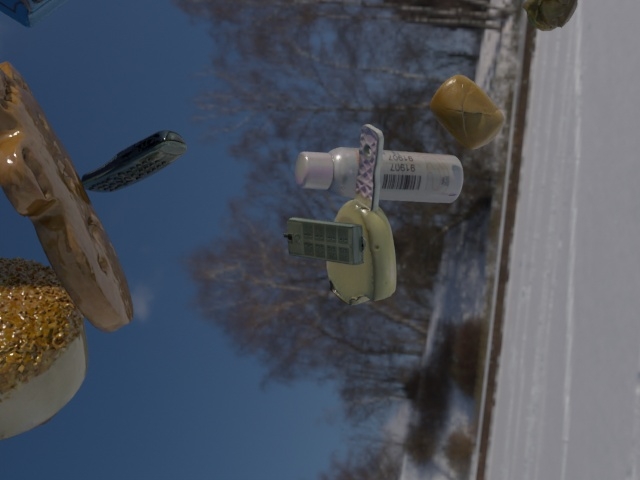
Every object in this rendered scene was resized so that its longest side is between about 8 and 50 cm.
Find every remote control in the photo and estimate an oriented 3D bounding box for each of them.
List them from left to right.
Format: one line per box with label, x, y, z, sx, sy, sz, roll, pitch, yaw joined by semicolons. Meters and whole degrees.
remote control;-0.312;-0.127;1.457;0.072;0.222;0.042;12;-118;-52

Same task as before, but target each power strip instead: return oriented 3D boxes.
power strip;0.000;0.000;1.056;0.019;0.136;0.051;-14;-74;-43

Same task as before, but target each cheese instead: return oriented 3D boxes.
cheese;0.059;-0.027;1.143;0.050;0.127;0.256;-14;-55;-28

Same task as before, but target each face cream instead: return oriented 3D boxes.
face cream;0.090;-0.103;1.375;0.082;0.269;0.082;-179;90;-69

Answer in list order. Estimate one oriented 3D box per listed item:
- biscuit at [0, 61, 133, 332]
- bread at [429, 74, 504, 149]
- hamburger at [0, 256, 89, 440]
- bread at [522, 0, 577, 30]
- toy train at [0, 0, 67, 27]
biscuit;-0.315;-0.054;1.053;0.355;0.052;0.275;64;178;-7
bread;0.222;-0.193;1.328;0.115;0.082;0.056;48;-164;-4
hamburger;-0.455;0.137;1.178;0.276;0.294;0.179;-29;-57;-29
bread;0.374;-0.451;1.218;0.368;0.084;0.077;103;159;-48
toy train;-0.432;-0.461;1.154;0.188;0.265;0.300;-45;-28;-23
